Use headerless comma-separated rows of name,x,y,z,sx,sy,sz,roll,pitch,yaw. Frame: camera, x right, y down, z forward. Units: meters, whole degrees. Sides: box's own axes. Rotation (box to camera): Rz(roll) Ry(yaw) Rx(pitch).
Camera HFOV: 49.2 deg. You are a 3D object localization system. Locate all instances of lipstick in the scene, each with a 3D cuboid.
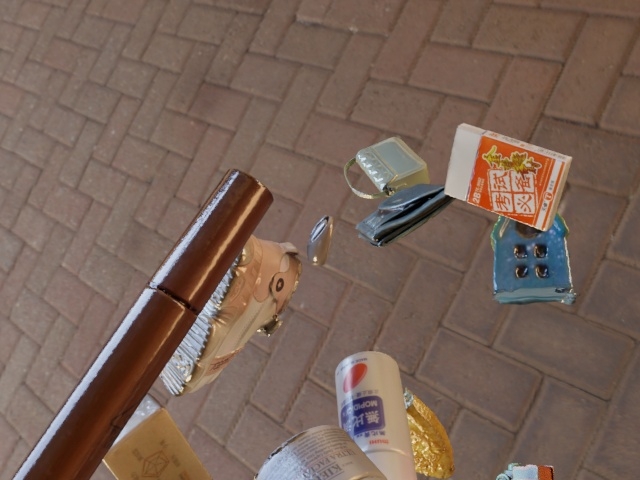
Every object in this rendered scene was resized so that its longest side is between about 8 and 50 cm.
lipstick,-0.155,0.092,0.600,0.057,0.057,0.357,18,68,35

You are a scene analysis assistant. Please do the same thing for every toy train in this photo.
toy train,0.419,0.546,1.429,0.118,0.074,0.176,-25,55,52

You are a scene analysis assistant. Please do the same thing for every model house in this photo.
model house,0.550,0.020,1.847,0.215,0.237,0.303,-6,77,14

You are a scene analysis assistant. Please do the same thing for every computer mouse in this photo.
computer mouse,-0.002,0.000,1.247,0.039,0.066,0.096,10,114,-3

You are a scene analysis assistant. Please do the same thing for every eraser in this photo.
eraser,0.370,-0.129,1.405,0.230,0.038,0.157,24,129,26
eraser,-0.308,0.463,1.378,0.144,0.343,0.078,-38,38,-24

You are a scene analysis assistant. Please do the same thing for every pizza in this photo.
pizza,0.168,0.474,1.715,0.287,0.280,0.075,-7,31,25

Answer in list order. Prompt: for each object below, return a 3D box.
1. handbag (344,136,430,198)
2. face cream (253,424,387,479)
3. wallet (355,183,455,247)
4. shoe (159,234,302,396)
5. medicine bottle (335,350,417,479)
handbag,0.179,-0.199,2.036,0.219,0.079,0.256,-21,35,-7
face cream,0.009,0.379,1.010,0.177,0.177,0.153,-54,49,7
wallet,0.206,-0.076,1.762,0.237,0.342,0.075,-32,96,-1
shoe,-0.165,0.139,1.280,0.172,0.198,0.351,50,117,38
medicine bottle,0.101,0.371,1.265,0.130,0.130,0.341,-30,37,22
